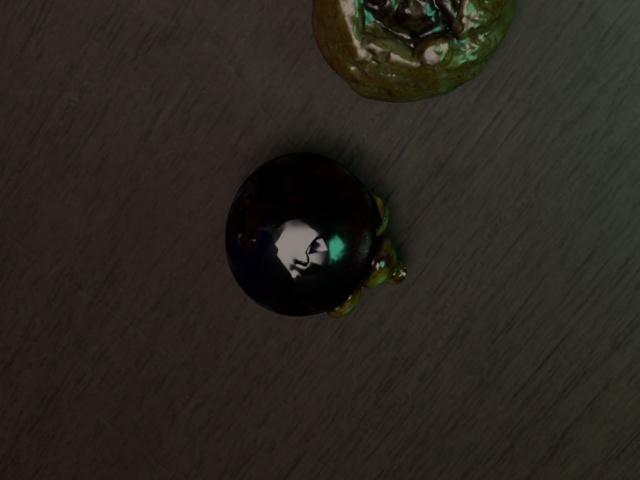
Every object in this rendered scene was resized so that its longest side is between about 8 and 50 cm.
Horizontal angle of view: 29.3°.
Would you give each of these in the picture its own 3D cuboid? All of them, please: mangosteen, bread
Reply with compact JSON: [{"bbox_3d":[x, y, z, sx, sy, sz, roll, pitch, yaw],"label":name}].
[{"bbox_3d":[0.000,0.000,1.443,0.230,0.194,0.194,16,116,-33],"label":"mangosteen"},{"bbox_3d":[0.095,-0.260,1.352,0.229,0.123,0.230,4,111,11],"label":"bread"}]
